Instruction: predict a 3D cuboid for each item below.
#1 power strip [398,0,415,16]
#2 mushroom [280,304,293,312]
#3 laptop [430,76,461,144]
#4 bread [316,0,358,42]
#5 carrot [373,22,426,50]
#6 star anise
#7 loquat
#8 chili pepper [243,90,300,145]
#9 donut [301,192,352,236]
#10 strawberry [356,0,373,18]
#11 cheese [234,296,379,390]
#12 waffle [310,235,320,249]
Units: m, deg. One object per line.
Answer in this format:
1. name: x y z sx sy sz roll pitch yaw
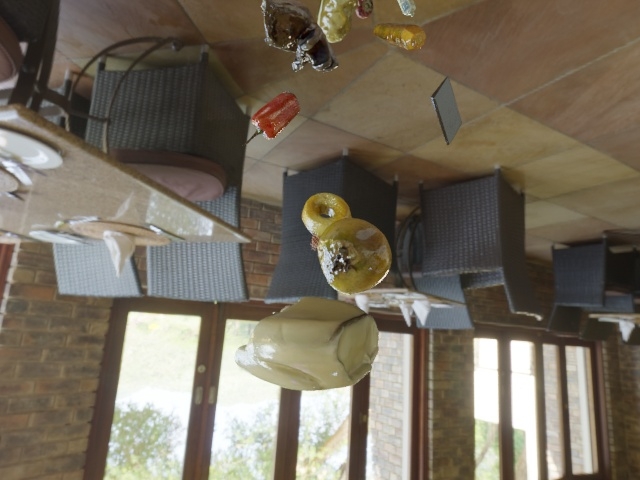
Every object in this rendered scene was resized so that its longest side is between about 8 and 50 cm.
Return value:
1. power strip: 0.307 -0.933 1.594 0.030 0.191 0.048 -22 178 -38
2. mushroom: -0.100 0.286 1.260 0.059 0.202 0.054 -1 137 6
3. laptop: 0.439 -0.448 1.465 0.016 0.135 0.197 8 141 42
4. bread: 0.059 -0.808 1.423 0.130 0.152 0.267 -5 140 -22
5. carrot: 0.139 -0.374 0.769 0.042 0.042 0.170 9 -153 -21
6. star anise: -0.048 -0.435 0.911 0.111 0.257 0.198 -38 115 16
7. loquat: 0.093 0.039 1.169 0.213 0.212 0.213 4 168 1
8. chili pepper: -0.141 -0.318 1.141 0.084 0.192 0.086 46 170 -6
9. donut: 0.021 -0.090 1.380 0.162 0.178 0.065 -25 144 -23
10. strawberry: 0.156 -0.854 1.563 0.074 0.073 0.083 9 -173 -21
11. cheese: -0.021 0.189 0.808 0.234 0.127 0.266 5 -176 26
12. waffle: 0.000 0.000 1.546 0.075 0.083 0.029 -5 143 35
